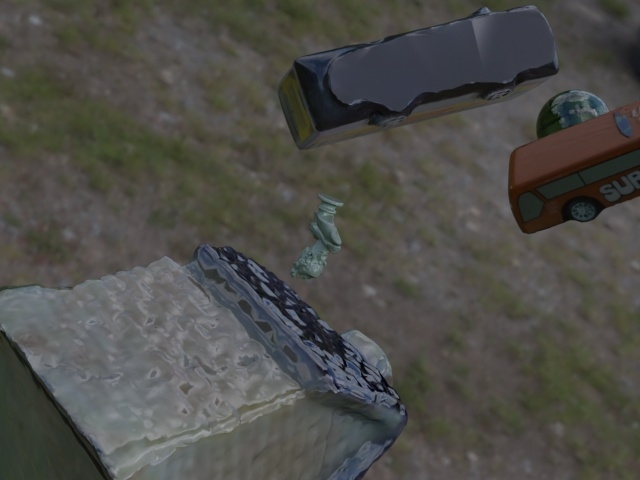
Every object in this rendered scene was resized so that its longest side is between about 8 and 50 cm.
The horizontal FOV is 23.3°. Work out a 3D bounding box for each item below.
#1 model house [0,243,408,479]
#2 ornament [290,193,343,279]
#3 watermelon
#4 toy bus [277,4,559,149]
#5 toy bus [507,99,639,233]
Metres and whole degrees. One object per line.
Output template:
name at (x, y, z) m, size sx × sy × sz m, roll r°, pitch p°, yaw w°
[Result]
model house at (-0.087, 0.166, 1.127) m, size 0.284 × 0.298 × 0.243 m, roll -17°, pitch 46°, yaw -29°
ornament at (0.001, -0.003, 1.693) m, size 0.041 × 0.068 × 0.092 m, roll 16°, pitch 73°, yaw -18°
watermelon at (0.319, -0.141, 1.974) m, size 0.109 × 0.109 × 0.109 m, roll 23°, pitch 32°, yaw -15°
toy bus at (0.060, -0.101, 0.960) m, size 0.172 × 0.072 × 0.057 m, roll -15°, pitch 82°, yaw -24°
toy bus at (0.403, -0.117, 1.797) m, size 0.092 × 0.409 × 0.093 m, roll 51°, pitch 31°, yaw -32°
